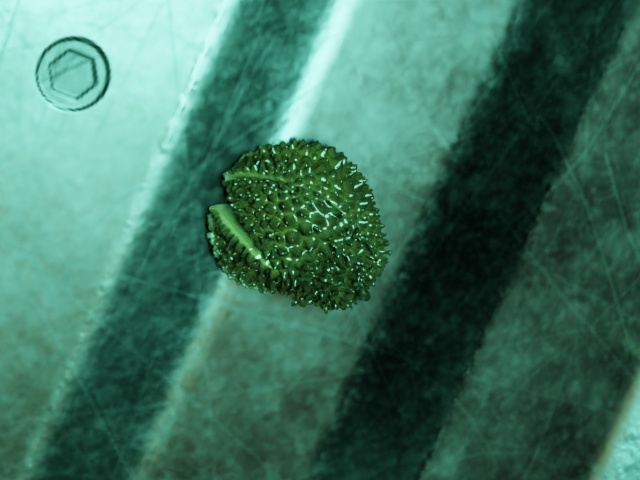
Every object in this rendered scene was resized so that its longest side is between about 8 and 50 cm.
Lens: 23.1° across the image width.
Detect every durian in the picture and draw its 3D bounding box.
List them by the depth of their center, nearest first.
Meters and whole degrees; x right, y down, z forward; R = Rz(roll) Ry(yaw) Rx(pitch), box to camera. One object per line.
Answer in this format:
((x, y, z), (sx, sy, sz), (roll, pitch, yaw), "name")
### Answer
((-0.001, 0.002, 0.996), (0.110, 0.071, 0.140), (-47, 119, -3), "durian")
